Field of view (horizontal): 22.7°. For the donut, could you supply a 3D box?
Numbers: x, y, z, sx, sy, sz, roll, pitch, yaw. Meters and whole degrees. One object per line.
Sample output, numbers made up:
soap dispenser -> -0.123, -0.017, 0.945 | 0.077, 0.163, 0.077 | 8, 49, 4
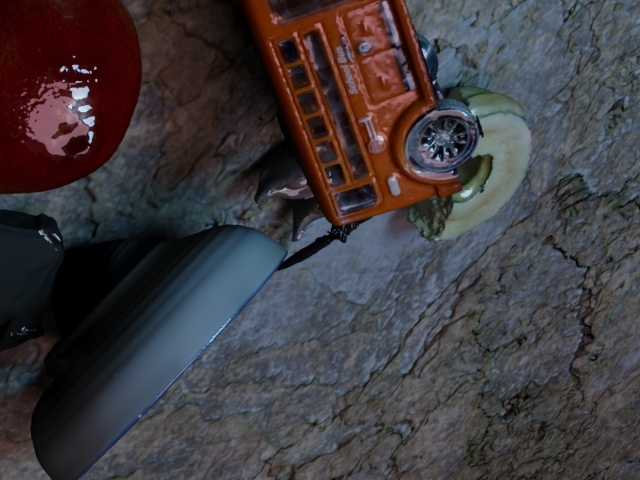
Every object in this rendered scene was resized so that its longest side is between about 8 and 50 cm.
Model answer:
donut -> 0.150, -0.082, 1.550 | 0.108, 0.065, 0.166 | -14, 134, -35

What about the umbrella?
umbrella -> 0.001, 0.004, 1.473 | 0.022, 0.022, 0.149 | 18, 140, -38

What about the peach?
peach -> -0.204, -0.114, 1.064 | 0.197, 0.197, 0.197 | -26, 140, -24

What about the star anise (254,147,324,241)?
star anise -> 0.013, -0.081, 1.427 | 0.172, 0.063, 0.208 | -41, 150, 5

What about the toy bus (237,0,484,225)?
toy bus -> 0.009, -0.178, 1.217 | 0.153, 0.143, 0.329 | -20, 128, 0

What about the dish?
dish -> -0.167, 0.066, 1.331 | 0.273, 0.134, 0.273 | -47, -178, 2

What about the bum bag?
bum bag -> -0.309, 0.008, 1.187 | 0.142, 0.080, 0.326 | -45, 148, 13
